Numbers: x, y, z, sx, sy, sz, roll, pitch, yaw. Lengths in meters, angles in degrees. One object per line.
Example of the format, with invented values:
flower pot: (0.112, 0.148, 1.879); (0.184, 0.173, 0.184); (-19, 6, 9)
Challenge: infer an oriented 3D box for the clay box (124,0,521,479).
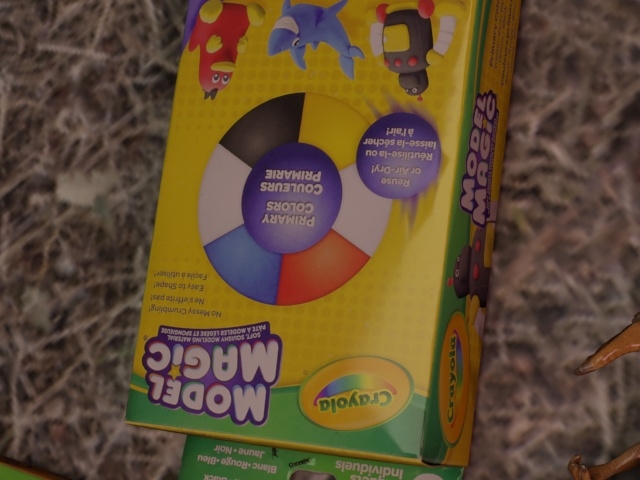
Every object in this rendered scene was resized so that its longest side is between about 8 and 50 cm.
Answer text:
clay box: (0.000, 0.000, 0.556); (0.127, 0.053, 0.222); (3, 79, 26)

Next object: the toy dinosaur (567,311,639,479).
toy dinosaur: (0.151, 0.061, 0.477); (0.211, 0.064, 0.112); (-42, 83, 22)

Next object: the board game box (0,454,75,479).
board game box: (-0.113, 0.160, 0.585); (0.259, 0.039, 0.124); (13, 85, 30)
